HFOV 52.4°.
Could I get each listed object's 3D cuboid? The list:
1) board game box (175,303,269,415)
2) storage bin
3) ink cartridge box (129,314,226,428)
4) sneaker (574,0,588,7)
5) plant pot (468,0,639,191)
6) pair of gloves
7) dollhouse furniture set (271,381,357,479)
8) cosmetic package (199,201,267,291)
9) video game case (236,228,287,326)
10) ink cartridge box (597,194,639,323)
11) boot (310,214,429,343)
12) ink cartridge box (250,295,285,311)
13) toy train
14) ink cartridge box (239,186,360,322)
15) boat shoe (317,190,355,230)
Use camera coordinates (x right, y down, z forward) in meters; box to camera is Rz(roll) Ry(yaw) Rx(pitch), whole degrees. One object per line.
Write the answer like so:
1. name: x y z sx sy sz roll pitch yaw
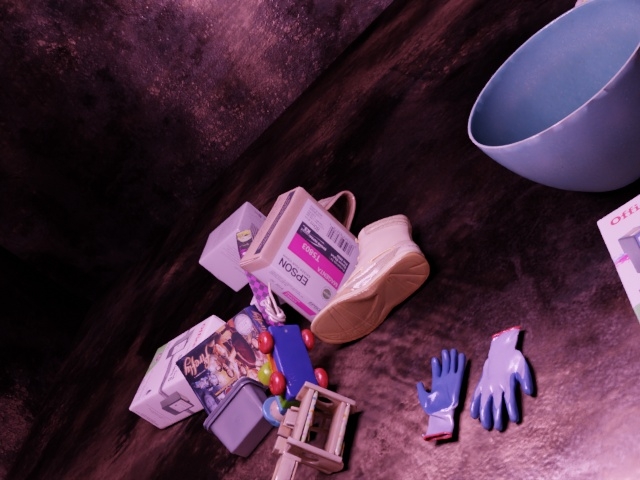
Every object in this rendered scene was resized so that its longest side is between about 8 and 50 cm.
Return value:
1. board game box: -0.187 0.270 1.402 0.243 0.165 0.042 -39 -8 28
2. storage bin: -0.146 0.358 1.287 0.135 0.098 0.091 -49 49 0
3. ink cartridge box: -0.337 0.335 1.647 0.272 0.114 0.198 -33 27 37
4. sneaker: 0.528 -0.406 1.196 0.118 0.107 0.279 -9 47 46
5. plant pot: 0.393 -0.184 0.954 0.290 0.195 0.290 -41 23 21
6. pair of gloves: 0.211 0.205 0.912 0.198 0.023 0.159 -31 26 38
7. dollhouse furniture set: -0.023 0.361 1.069 0.161 0.101 0.182 116 175 -48
8. cosmetic package: -0.233 0.019 1.919 0.183 0.151 0.151 -37 24 27
9. video game case: -0.127 0.111 1.465 0.041 0.232 0.210 -21 22 -3
10. ink cartridge box: 0.416 0.022 0.712 0.154 0.093 0.212 -38 22 30
11. boot: 0.087 0.071 1.278 0.262 0.095 0.203 -42 22 17
12. ink cartridge box: -0.087 0.107 1.631 0.207 0.046 0.097 -27 32 44
13. toy train: -0.082 0.221 1.246 0.143 0.105 0.248 -64 36 40
14. ink cartridge box: -0.023 0.038 1.354 0.088 0.234 0.193 -18 38 50
15. boat shoe: 0.000 0.000 1.531 0.110 0.121 0.341 -33 26 39
